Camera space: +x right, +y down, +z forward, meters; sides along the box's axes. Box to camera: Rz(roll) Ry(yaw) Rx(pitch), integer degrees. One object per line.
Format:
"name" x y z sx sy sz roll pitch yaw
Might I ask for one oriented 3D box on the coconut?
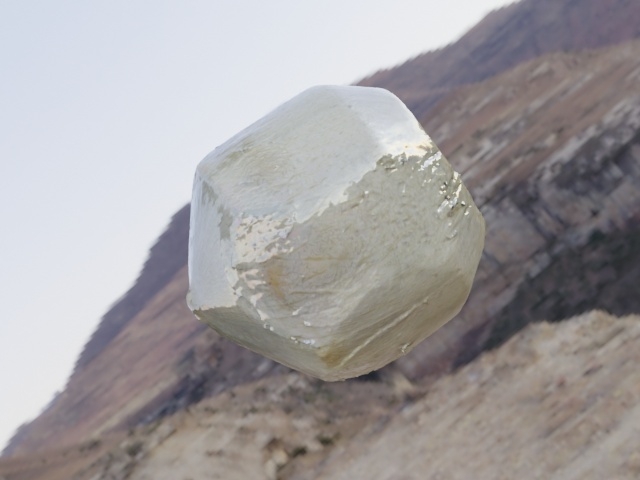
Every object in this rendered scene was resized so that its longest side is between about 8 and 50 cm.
"coconut" 0.002 0.002 0.674 0.162 0.161 0.161 -37 -3 -2
